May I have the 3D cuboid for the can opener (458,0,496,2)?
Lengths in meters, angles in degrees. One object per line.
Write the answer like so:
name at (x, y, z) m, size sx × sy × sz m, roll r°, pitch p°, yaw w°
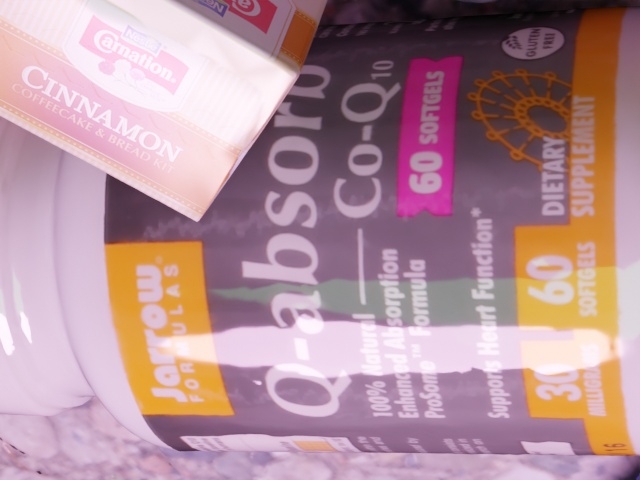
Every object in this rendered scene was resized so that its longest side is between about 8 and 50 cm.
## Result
can opener at (0.102, -0.132, 0.533) m, size 0.186 × 0.073 × 0.059 m, roll -21°, pitch 118°, yaw 17°

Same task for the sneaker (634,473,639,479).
sneaker at (0.277, 0.172, 0.691) m, size 0.330 × 0.130 × 0.147 m, roll 13°, pitch 133°, yaw 4°

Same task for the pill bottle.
pill bottle at (0.000, 0.000, 0.599) m, size 0.278 × 0.162 × 0.162 m, roll -2°, pitch 128°, yaw 15°

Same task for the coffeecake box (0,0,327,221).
coffeecake box at (-0.063, -0.114, 0.505) m, size 0.142 × 0.185 × 0.068 m, roll 29°, pitch 129°, yaw -10°
